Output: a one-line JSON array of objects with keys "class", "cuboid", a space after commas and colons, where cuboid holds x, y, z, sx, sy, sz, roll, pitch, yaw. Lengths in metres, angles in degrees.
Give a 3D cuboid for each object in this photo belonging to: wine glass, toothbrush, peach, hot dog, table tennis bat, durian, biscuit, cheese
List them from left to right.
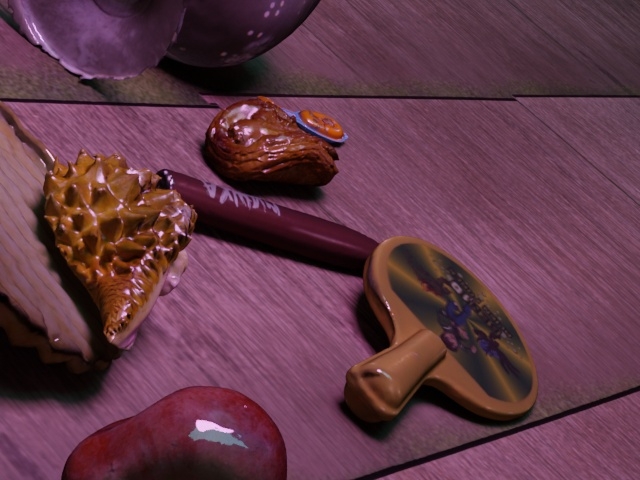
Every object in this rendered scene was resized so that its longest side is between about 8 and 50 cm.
[{"class": "biscuit", "cuboid": [-0.204, 0.008, 1.371, 0.187, 0.036, 0.273, 46, 16, -29]}, {"class": "durian", "cuboid": [-0.136, 0.002, 1.378, 0.140, 0.078, 0.224, 51, 14, -30]}, {"class": "wine glass", "cuboid": [-0.132, -0.278, 1.848, 0.238, 0.238, 0.323, 39, 27, 14]}, {"class": "peach", "cuboid": [-0.081, 0.161, 1.175, 0.152, 0.152, 0.152, 27, 24, -13]}, {"class": "hot dog", "cuboid": [-0.042, -0.088, 1.790, 0.147, 0.065, 0.099, 3, 28, -46]}, {"class": "cheese", "cuboid": [-0.018, -0.124, 1.949, 0.111, 0.017, 0.047, 18, 25, -30]}, {"class": "toothbrush", "cuboid": [0.000, -0.001, 1.706, 0.364, 0.041, 0.041, 18, 28, -35]}, {"class": "table tennis bat", "cuboid": [0.096, 0.091, 1.633, 0.198, 0.050, 0.321, 49, 25, 6]}]
